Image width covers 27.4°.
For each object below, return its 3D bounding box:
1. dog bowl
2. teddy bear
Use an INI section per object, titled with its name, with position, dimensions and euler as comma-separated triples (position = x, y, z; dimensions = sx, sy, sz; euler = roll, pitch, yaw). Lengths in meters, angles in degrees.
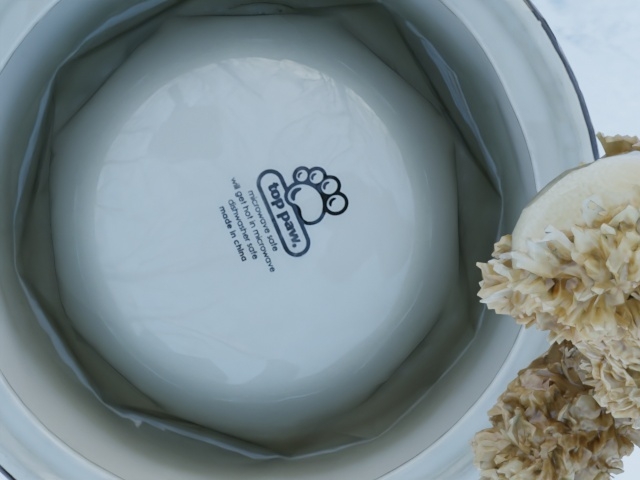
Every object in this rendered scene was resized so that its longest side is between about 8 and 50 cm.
[dog bowl]
position = -0.041, -0.014, 0.816
dimensions = 0.407, 0.150, 0.408
euler = 0, 93, 0
[teddy bear]
position = 0.169, 0.028, 0.512
dimensions = 0.245, 0.113, 0.338
euler = -34, 151, -15
